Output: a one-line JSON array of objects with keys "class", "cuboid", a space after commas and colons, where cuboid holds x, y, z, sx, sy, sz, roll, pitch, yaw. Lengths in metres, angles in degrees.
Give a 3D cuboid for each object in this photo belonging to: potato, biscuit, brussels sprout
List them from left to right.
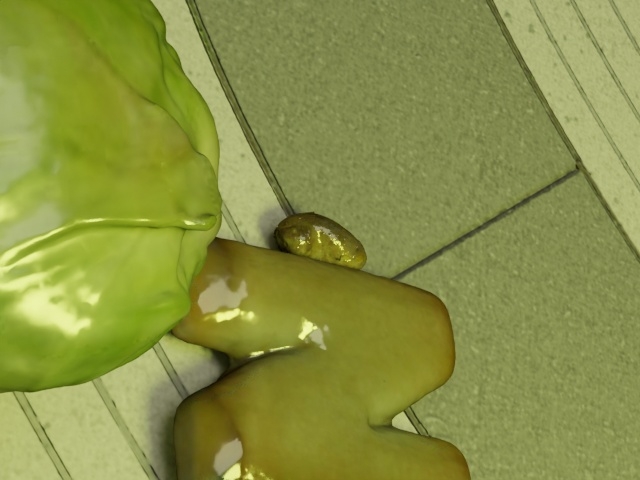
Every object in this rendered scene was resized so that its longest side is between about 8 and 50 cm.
[{"class": "brussels sprout", "cuboid": [-0.219, -0.054, 1.038, 0.328, 0.247, 0.328, 10, 75, -45]}, {"class": "potato", "cuboid": [0.000, 0.000, 1.470, 0.092, 0.045, 0.046, 16, 80, -28]}, {"class": "biscuit", "cuboid": [0.005, 0.123, 1.396, 0.290, 0.062, 0.237, 17, 57, -34]}]
